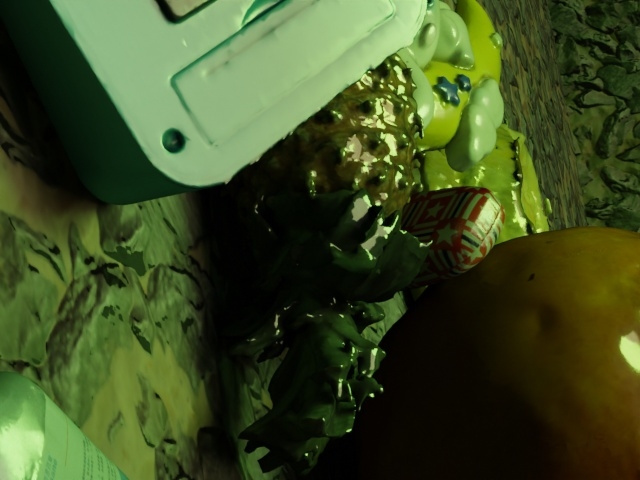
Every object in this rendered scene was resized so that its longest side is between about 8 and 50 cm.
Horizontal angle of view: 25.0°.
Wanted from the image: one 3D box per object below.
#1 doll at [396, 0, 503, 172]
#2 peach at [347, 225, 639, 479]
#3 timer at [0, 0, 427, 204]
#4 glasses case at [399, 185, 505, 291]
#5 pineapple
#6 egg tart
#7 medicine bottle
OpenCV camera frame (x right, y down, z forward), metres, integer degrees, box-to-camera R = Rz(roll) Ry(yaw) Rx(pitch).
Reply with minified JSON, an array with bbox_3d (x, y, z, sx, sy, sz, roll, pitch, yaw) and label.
[{"bbox_3d":[0.077,-0.187,1.339,0.237,0.111,0.252,21,57,-28],"label":"doll"},{"bbox_3d":[0.183,0.165,1.072,0.343,0.343,0.301,41,28,-62],"label":"peach"},{"bbox_3d":[-0.080,-0.173,0.795,0.232,0.091,0.250,-39,110,-33],"label":"timer"},{"bbox_3d":[0.055,0.006,1.053,0.049,0.194,0.073,47,59,-25],"label":"glasses case"},{"bbox_3d":[0.000,0.000,0.940,0.141,0.170,0.310,27,51,-32],"label":"pineapple"},{"bbox_3d":[0.174,-0.009,1.532,0.345,0.132,0.345,-13,90,-75],"label":"egg tart"},{"bbox_3d":[-0.129,0.108,0.611,0.208,0.054,0.090,57,27,-44],"label":"medicine bottle"}]
